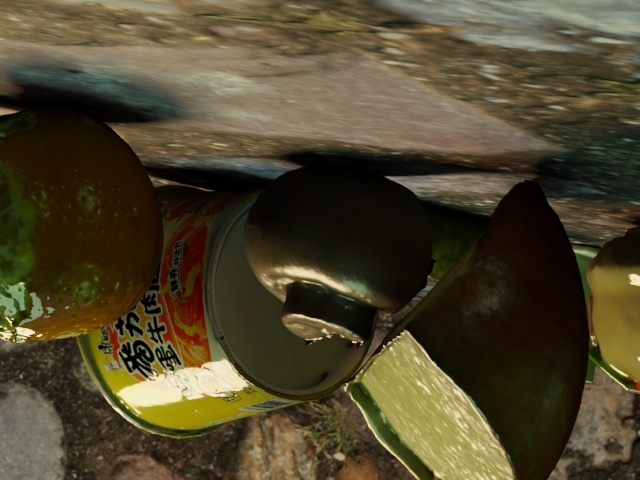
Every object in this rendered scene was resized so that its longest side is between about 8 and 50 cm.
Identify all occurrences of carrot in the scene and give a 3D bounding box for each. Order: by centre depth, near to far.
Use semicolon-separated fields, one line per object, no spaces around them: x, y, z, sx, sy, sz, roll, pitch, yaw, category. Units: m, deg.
0.098;0.001;1.600;0.359;0.074;0.074;14;173;-39;carrot

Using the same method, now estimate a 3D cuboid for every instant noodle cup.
-0.084;0.059;1.649;0.264;0.264;0.200;12;166;-35;instant noodle cup

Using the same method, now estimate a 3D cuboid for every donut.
0.386;0.076;1.475;0.307;0.150;0.371;5;175;43;donut

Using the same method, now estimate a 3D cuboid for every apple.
0.119;0.085;1.300;0.179;0.254;0.346;-5;166;-7;apple

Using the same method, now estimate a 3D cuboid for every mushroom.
0.000;0.000;1.393;0.117;0.141;0.188;36;159;-26;mushroom

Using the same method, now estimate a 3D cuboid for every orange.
-0.207;-0.015;1.300;0.158;0.179;0.237;-13;-179;-24;orange

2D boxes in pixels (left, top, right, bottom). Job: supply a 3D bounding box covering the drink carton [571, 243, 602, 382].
0.249;0.077;1.811;0.146;0.142;0.144;9;175;15;drink carton
